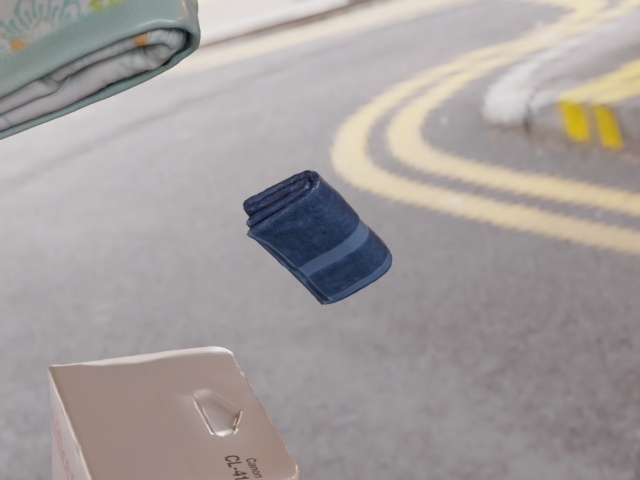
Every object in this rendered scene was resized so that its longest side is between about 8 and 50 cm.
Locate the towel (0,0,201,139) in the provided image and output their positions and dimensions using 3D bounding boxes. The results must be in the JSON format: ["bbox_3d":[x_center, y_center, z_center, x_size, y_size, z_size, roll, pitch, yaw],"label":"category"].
[{"bbox_3d":[-0.286,-0.233,1.605,0.374,0.321,0.090,-20,-24,16],"label":"towel"}]

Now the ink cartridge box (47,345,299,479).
[{"bbox_3d":[-0.097,0.252,1.285,0.131,0.306,0.226,-6,21,-15],"label":"ink cartridge box"}]

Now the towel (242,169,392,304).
[{"bbox_3d":[0.000,0.000,1.398,0.067,0.119,0.029,-29,47,14],"label":"towel"}]
